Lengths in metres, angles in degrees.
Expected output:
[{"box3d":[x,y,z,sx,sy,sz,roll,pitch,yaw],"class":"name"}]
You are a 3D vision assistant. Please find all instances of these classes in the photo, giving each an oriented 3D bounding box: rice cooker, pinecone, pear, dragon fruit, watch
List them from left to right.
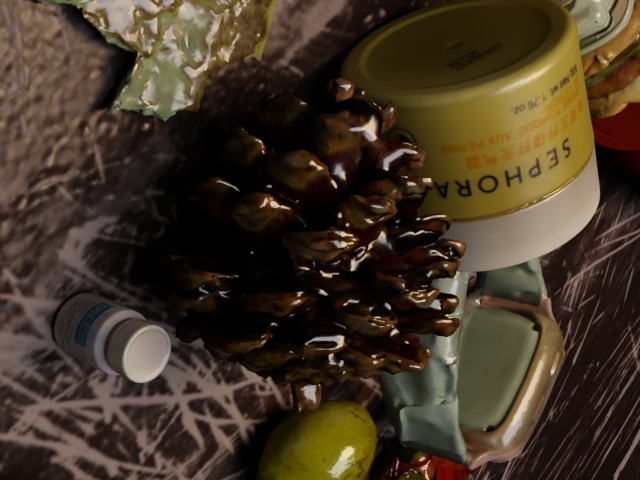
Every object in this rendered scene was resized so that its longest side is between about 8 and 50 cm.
[{"box3d":[-0.012,0.005,0.786,0.243,0.243,0.257,10,58,-49],"class":"pinecone"},{"box3d":[-0.002,0.212,0.948,0.131,0.107,0.107,-29,123,-29],"class":"pear"},{"box3d":[0.122,0.289,1.121,0.142,0.175,0.138,-23,111,-8],"class":"dragon fruit"},{"box3d":[0.149,0.085,1.025,0.253,0.162,0.241,-61,141,-23],"class":"watch"},{"box3d":[0.251,-0.288,1.020,0.127,0.145,0.206,-2,75,-54],"class":"rice cooker"}]

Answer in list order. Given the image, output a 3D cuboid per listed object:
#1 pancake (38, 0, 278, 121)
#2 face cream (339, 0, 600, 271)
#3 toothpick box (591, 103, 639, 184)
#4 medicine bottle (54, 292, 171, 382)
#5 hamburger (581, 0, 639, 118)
[{"box3d":[-0.146,-0.286,0.672,0.304,0.067,0.427,-55,137,-10],"class":"pancake"},{"box3d":[0.142,-0.106,0.917,0.218,0.218,0.179,-41,129,-32],"class":"face cream"},{"box3d":[0.489,-0.156,1.301,0.333,0.204,0.204,26,83,-49],"class":"toothpick box"},{"box3d":[-0.158,0.074,0.739,0.052,0.089,0.052,-19,116,-44],"class":"medicine bottle"},{"box3d":[0.373,-0.307,1.120,0.162,0.209,0.329,28,80,-49],"class":"hamburger"}]
